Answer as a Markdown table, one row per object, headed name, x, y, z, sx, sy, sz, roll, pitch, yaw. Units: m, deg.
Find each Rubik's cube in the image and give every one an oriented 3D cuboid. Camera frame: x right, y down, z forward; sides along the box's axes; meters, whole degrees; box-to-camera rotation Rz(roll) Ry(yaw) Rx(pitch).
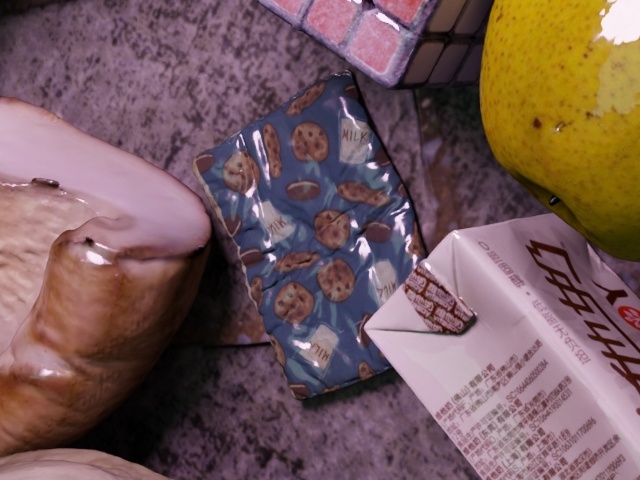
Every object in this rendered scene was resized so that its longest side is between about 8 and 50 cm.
| name | x | y | z | sx | sy | sz | roll | pitch | yaw |
| --- | --- | --- | --- | --- | --- | --- | --- | --- | --- |
| Rubik's cube | 0.074 | -0.271 | 1.458 | 0.237 | 0.237 | 0.238 | 38 | 114 | 22 |

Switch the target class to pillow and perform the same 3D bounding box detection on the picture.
| name | x | y | z | sx | sy | sz | roll | pitch | yaw |
| --- | --- | --- | --- | --- | --- | --- | --- | --- | --- |
| pillow | 0.002 | 0.001 | 1.665 | 0.189 | 0.034 | 0.255 | -28 | 80 | 31 |

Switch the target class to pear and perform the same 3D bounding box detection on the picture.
| name | x | y | z | sx | sy | sz | roll | pitch | yaw |
| --- | --- | --- | --- | --- | --- | --- | --- | --- | --- |
| pear | 0.254 | -0.120 | 1.338 | 0.294 | 0.294 | 0.294 | 5 | 99 | 33 |

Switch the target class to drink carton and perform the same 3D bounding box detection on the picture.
| name | x | y | z | sx | sy | sz | roll | pitch | yaw |
| --- | --- | --- | --- | --- | --- | --- | --- | --- | --- |
| drink carton | 0.212 | 0.137 | 1.444 | 0.324 | 0.194 | 0.132 | 51 | 118 | 18 |

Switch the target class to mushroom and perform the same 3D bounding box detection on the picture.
| name | x | y | z | sx | sy | sz | roll | pitch | yaw |
| --- | --- | --- | --- | --- | --- | --- | --- | --- | --- |
| mushroom | -0.276 | 0.096 | 1.780 | 0.314 | 0.224 | 0.397 | 23 | 117 | 14 |

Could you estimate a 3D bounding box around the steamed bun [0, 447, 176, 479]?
| name | x | y | z | sx | sy | sz | roll | pitch | yaw |
| --- | --- | --- | --- | --- | --- | --- | --- | --- | --- |
| steamed bun | -0.231 | 0.324 | 1.698 | 0.339 | 0.352 | 0.247 | -50 | 38 | 21 |
